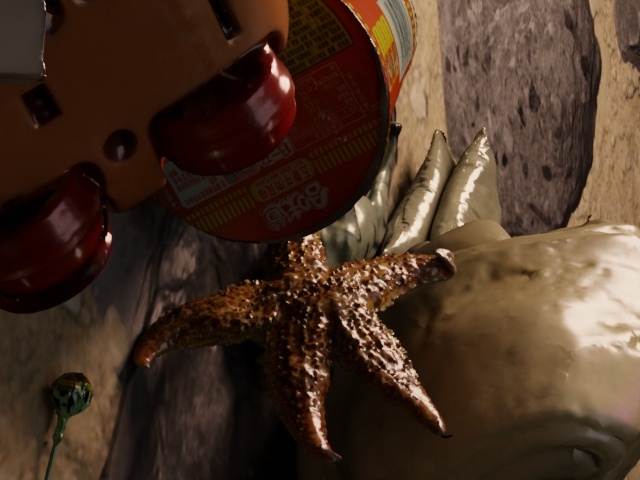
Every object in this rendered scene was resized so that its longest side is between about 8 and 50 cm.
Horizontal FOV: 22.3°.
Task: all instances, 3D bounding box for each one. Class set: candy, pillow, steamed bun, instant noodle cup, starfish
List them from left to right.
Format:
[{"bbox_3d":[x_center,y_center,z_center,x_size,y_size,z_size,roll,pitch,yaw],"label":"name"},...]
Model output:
[{"bbox_3d":[-0.153,0.118,0.957,0.025,0.023,0.083,51,48,-72],"label":"candy"},{"bbox_3d":[-0.022,-0.122,1.087,0.212,0.193,0.193,-53,134,-64],"label":"instant noodle cup"},{"bbox_3d":[-0.007,0.052,1.073,0.043,0.240,0.227,94,-25,-44],"label":"starfish"},{"bbox_3d":[0.111,-0.001,1.434,0.181,0.078,0.134,-66,150,-42],"label":"pillow"},{"bbox_3d":[0.120,0.119,1.239,0.352,0.247,0.339,-39,164,-52],"label":"steamed bun"}]

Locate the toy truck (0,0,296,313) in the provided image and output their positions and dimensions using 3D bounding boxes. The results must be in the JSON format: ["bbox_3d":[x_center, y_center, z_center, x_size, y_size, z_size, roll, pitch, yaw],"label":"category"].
[{"bbox_3d":[-0.148,-0.120,0.841,0.265,0.239,0.189,-34,128,-12],"label":"toy truck"}]

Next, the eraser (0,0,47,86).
[{"bbox_3d":[-0.226,-0.144,0.648,0.230,0.038,0.157,0,86,-20],"label":"eraser"}]

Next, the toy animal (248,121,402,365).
[{"bbox_3d":[0.005,0.001,1.229,0.217,0.073,0.176,-31,125,-67],"label":"toy animal"}]
